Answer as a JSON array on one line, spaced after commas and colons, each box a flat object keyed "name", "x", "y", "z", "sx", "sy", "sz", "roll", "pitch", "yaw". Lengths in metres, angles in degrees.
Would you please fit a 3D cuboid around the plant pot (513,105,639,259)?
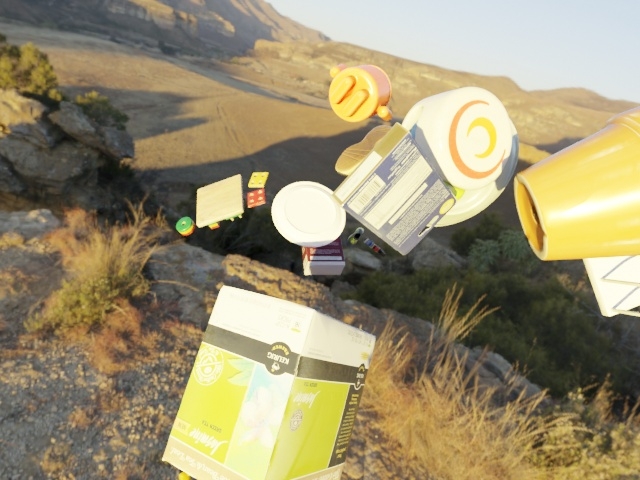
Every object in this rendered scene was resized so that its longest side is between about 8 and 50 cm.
[{"name": "plant pot", "x": 0.380, "y": -0.057, "z": 0.576, "sx": 0.187, "sy": 0.205, "sz": 0.205, "roll": -17, "pitch": 19, "yaw": 14}]

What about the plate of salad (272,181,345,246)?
[{"name": "plate of salad", "x": -0.031, "y": -0.069, "z": 1.140, "sx": 0.199, "sy": 0.048, "sz": 0.200, "roll": 5, "pitch": 63, "yaw": -10}]

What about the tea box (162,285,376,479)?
[{"name": "tea box", "x": -0.073, "y": 0.298, "z": 0.846, "sx": 0.219, "sy": 0.324, "sz": 0.329, "roll": 9, "pitch": -15, "yaw": 29}]

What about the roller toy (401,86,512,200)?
[{"name": "roller toy", "x": 0.262, "y": -0.196, "z": 0.841, "sx": 0.209, "sy": 0.191, "sz": 0.146, "roll": -34, "pitch": 19, "yaw": -18}]

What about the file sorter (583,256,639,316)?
[{"name": "file sorter", "x": 0.621, "y": -0.011, "z": 0.787, "sx": 0.192, "sy": 0.278, "sz": 0.173, "roll": -19, "pitch": 0, "yaw": -4}]

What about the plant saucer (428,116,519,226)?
[{"name": "plant saucer", "x": 0.370, "y": -0.184, "z": 1.183, "sx": 0.400, "sy": 0.401, "sz": 0.101, "roll": 10, "pitch": 35, "yaw": -14}]

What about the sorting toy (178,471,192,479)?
[{"name": "sorting toy", "x": -0.221, "y": 0.570, "z": 0.865, "sx": 0.041, "sy": 0.229, "sz": 0.307, "roll": -18, "pitch": 25, "yaw": -41}]

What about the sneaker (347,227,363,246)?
[{"name": "sneaker", "x": 0.114, "y": -0.008, "z": 1.430, "sx": 0.031, "sy": 0.083, "sz": 0.035, "roll": 32, "pitch": 29, "yaw": -1}]

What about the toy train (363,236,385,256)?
[{"name": "toy train", "x": 0.223, "y": 0.030, "z": 1.741, "sx": 0.158, "sy": 0.027, "sz": 0.036, "roll": 35, "pitch": 15, "yaw": -43}]

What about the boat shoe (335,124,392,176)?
[{"name": "boat shoe", "x": 0.167, "y": -0.302, "z": 1.506, "sx": 0.104, "sy": 0.089, "sz": 0.285, "roll": 28, "pitch": 59, "yaw": 38}]

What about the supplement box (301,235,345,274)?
[{"name": "supplement box", "x": 0.000, "y": 0.000, "z": 1.472, "sx": 0.130, "sy": 0.073, "sz": 0.240, "roll": 1, "pitch": 56, "yaw": -13}]

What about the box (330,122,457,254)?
[{"name": "box", "x": 0.125, "y": -0.065, "z": 0.663, "sx": 0.225, "sy": 0.136, "sz": 0.036, "roll": 33, "pitch": 13, "yaw": -49}]

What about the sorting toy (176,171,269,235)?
[{"name": "sorting toy", "x": -0.257, "y": -0.102, "z": 1.156, "sx": 0.274, "sy": 0.046, "sz": 0.132, "roll": -18, "pitch": 53, "yaw": 9}]

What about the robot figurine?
[{"name": "robot figurine", "x": 0.103, "y": -0.364, "z": 1.051, "sx": 0.158, "sy": 0.128, "sz": 0.219, "roll": 13, "pitch": 29, "yaw": 21}]
